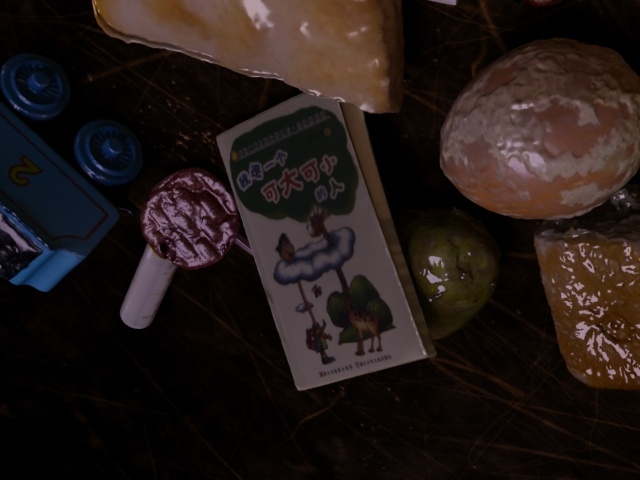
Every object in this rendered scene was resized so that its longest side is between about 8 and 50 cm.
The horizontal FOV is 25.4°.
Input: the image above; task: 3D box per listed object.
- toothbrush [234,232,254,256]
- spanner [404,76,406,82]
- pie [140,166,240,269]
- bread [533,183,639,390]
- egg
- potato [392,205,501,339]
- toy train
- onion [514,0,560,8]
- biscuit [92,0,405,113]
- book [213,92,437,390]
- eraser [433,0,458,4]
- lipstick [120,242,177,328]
[{"bbox_3d":[-0.109,0.004,2.090,0.194,0.014,0.017,40,139,-4],"label":"toothbrush"},{"bbox_3d":[0.032,-0.267,1.739,0.208,0.012,0.046,46,139,-11],"label":"spanner"},{"bbox_3d":[-0.185,-0.032,2.048,0.154,0.038,0.153,1,106,3],"label":"pie"},{"bbox_3d":[0.374,0.038,1.674,0.196,0.176,0.246,0,120,35],"label":"bread"},{"bbox_3d":[0.248,-0.119,1.583,0.245,0.203,0.203,-18,118,23],"label":"egg"},{"bbox_3d":[0.117,0.052,1.890,0.298,0.141,0.176,-23,93,47],"label":"potato"},{"bbox_3d":[-0.414,-0.093,2.014,0.300,0.265,0.188,43,140,-9],"label":"toy train"},{"bbox_3d":[0.237,-0.307,1.497,0.119,0.118,0.117,-9,155,39],"label":"onion"},{"bbox_3d":[-0.107,-0.377,1.657,0.429,0.104,0.446,15,134,25],"label":"biscuit"},{"bbox_3d":[0.000,0.000,1.859,0.260,0.043,0.371,-21,86,46],"label":"book"},{"bbox_3d":[0.136,-0.326,1.600,0.052,0.029,0.122,17,136,21],"label":"eraser"},{"bbox_3d":[-0.254,0.047,2.195,0.059,0.059,0.264,33,140,3],"label":"lipstick"}]
